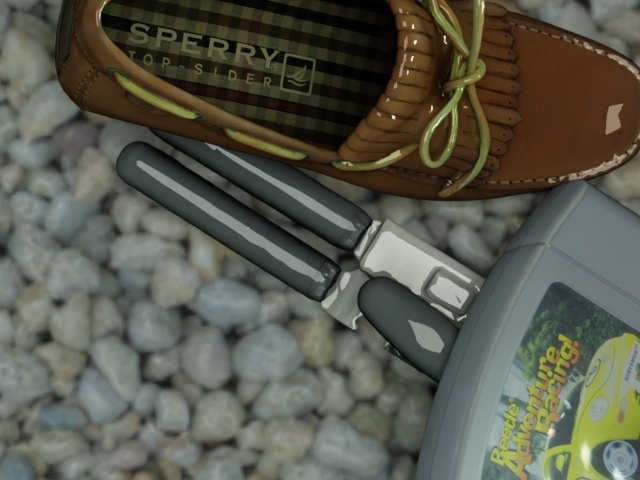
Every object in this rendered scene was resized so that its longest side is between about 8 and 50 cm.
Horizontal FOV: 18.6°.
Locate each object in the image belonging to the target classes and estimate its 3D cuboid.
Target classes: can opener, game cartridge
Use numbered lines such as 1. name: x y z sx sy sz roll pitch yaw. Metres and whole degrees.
1. can opener: 0.000 0.000 1.242 0.280 0.093 0.074 32 88 4
2. game cartridge: 0.161 0.121 1.190 0.196 0.060 0.294 29 68 -19

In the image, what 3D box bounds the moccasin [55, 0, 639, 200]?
1. moccasin: 0.033 -0.106 1.188 0.380 0.147 0.139 15 88 -18
